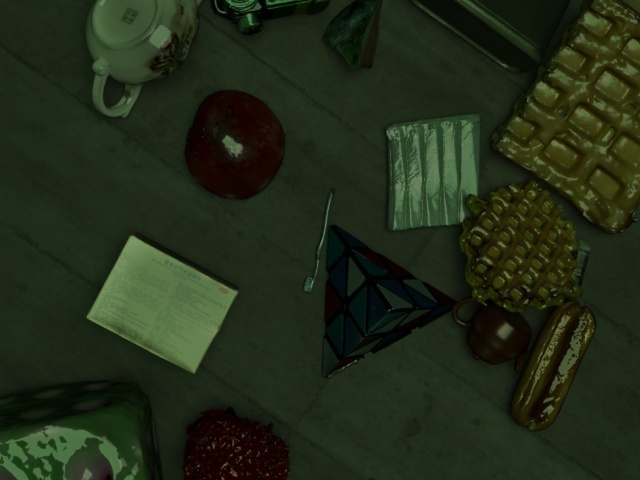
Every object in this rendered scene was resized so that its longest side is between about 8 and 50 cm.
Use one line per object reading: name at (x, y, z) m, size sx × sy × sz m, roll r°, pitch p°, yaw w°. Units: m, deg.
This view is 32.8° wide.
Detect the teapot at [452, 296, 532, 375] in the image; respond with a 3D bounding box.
teapot at (0.304, 0.169, 1.928) m, size 0.173 × 0.116 × 0.116 m, roll 40°, pitch 87°, yaw -2°

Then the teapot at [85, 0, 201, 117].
teapot at (-0.306, -0.351, 1.854) m, size 0.204 × 0.139 × 0.298 m, roll 36°, pitch 90°, yaw 23°

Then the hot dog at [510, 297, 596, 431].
hot dog at (0.414, 0.222, 1.952) m, size 0.100 × 0.068 × 0.250 m, roll 23°, pitch 93°, yaw -27°

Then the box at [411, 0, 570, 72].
box at (0.304, -0.442, 1.906) m, size 0.274 × 0.138 × 0.178 m, roll 34°, pitch 81°, yaw -12°

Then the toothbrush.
toothbrush at (0.000, 0.000, 1.940) m, size 0.019 × 0.013 × 0.193 m, roll 14°, pitch 89°, yaw 3°

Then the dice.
dice at (-0.419, 0.412, 1.751) m, size 0.322 × 0.318 × 0.331 m, roll -9°, pitch 92°, yaw -6°

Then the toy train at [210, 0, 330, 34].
toy train at (-0.105, -0.514, 1.879) m, size 0.202 × 0.120 × 0.301 m, roll -13°, pitch 91°, yaw -9°

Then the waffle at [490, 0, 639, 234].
waffle at (0.507, -0.222, 1.909) m, size 0.304 × 0.077 × 0.348 m, roll 33°, pitch 108°, yaw -6°

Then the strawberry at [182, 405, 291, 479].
strawberry at (-0.149, 0.388, 1.842) m, size 0.184 × 0.201 × 0.187 m, roll -18°, pitch 111°, yaw 13°

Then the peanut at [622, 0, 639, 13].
peanut at (0.571, -0.422, 1.941) m, size 0.123 × 0.123 × 0.257 m, roll -18°, pitch 93°, yaw -5°

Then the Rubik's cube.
Rubik's cube at (0.137, 0.088, 1.934) m, size 0.234 × 0.284 × 0.250 m, roll 1°, pitch 56°, yaw -24°

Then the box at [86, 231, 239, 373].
box at (-0.270, 0.107, 1.875) m, size 0.212 × 0.095 × 0.168 m, roll 29°, pitch 89°, yaw -5°

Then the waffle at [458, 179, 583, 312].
waffle at (0.356, 0.011, 1.922) m, size 0.243 × 0.059 × 0.238 m, roll -6°, pitch 72°, yaw -23°

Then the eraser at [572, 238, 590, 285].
eraser at (0.469, 0.048, 1.981) m, size 0.027 × 0.019 × 0.099 m, roll 14°, pitch 90°, yaw -20°

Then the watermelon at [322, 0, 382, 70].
watermelon at (0.064, -0.377, 1.932) m, size 0.101 × 0.080 × 0.155 m, roll 20°, pitch 91°, yaw 30°

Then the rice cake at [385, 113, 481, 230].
rice cake at (0.202, -0.120, 1.946) m, size 0.189 × 0.037 × 0.198 m, roll -6°, pitch 90°, yaw -5°

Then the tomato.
tomato at (-0.146, -0.169, 1.883) m, size 0.173 × 0.099 × 0.189 m, roll 21°, pitch 87°, yaw -3°
